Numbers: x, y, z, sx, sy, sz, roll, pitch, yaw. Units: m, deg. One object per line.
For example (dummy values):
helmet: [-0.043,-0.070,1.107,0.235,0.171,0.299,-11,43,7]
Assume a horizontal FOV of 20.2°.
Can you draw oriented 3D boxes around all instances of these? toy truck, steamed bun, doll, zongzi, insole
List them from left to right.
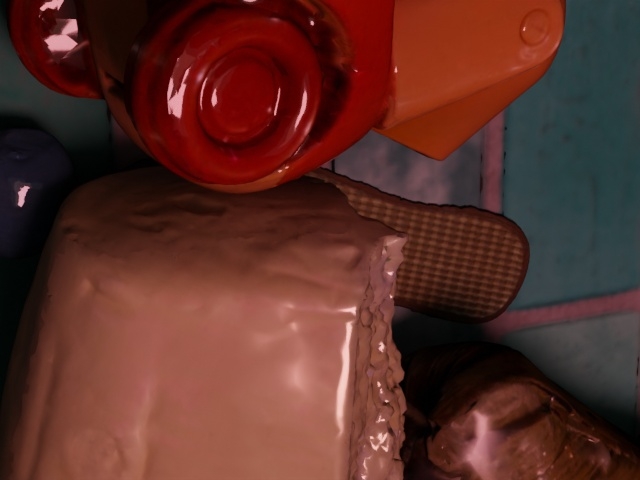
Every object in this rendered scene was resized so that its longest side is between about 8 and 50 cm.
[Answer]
doll: [-0.154,-0.017,0.829,0.083,0.050,0.076,-5,117,-22]
steamed bun: [-0.041,0.071,0.839,0.200,0.170,0.226,16,109,3]
toy truck: [-0.006,-0.147,0.764,0.239,0.189,0.265,-18,118,-26]
insole: [0.000,0.000,0.923,0.253,0.005,0.086,8,108,-25]
zongzi: [0.174,0.130,0.991,0.288,0.134,0.286,-37,117,-20]
